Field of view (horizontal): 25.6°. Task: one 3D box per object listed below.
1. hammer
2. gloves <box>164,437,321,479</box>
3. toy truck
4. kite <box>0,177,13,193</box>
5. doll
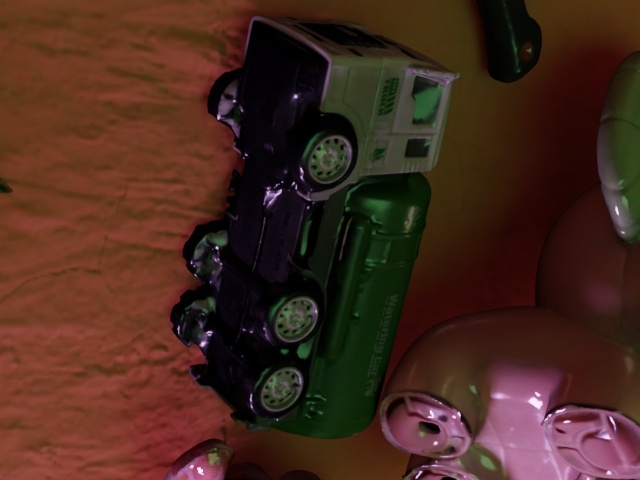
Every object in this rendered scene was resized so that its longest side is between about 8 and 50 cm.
[{"bbox_3d":[0.078,-0.216,0.774,0.111,0.033,0.288,-37,127,-21],"label":"hammer"},{"bbox_3d":[-0.039,0.193,0.842,0.145,0.126,0.241,-12,122,2],"label":"gloves"},{"bbox_3d":[0.000,0.000,0.790,0.125,0.101,0.242,-3,115,-34],"label":"toy truck"},{"bbox_3d":[-0.240,-0.028,0.693,0.183,0.010,0.160,-9,115,-27],"label":"kite"},{"bbox_3d":[0.183,0.046,0.874,0.268,0.216,0.284,-62,145,-42],"label":"doll"}]
